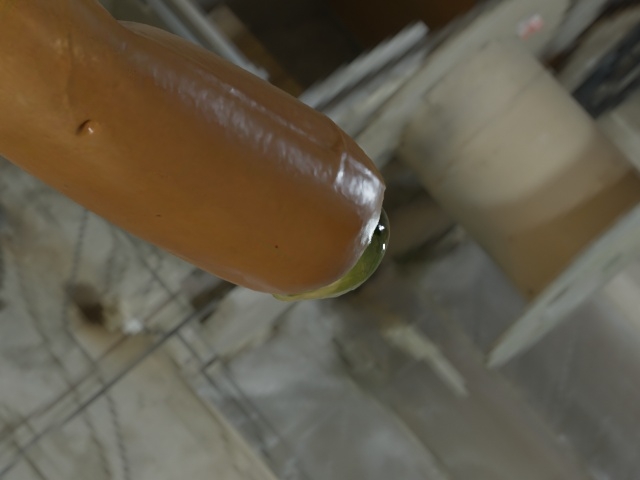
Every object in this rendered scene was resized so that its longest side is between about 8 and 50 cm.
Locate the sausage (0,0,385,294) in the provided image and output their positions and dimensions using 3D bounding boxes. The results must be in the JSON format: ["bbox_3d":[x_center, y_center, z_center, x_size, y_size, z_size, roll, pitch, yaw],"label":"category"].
[{"bbox_3d":[-0.110,-0.070,0.979,0.354,0.134,0.116,29,77,-41],"label":"sausage"}]

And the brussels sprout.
[{"bbox_3d":[0.000,-0.003,1.847,0.155,0.118,0.155,-12,155,-6],"label":"brussels sprout"}]
